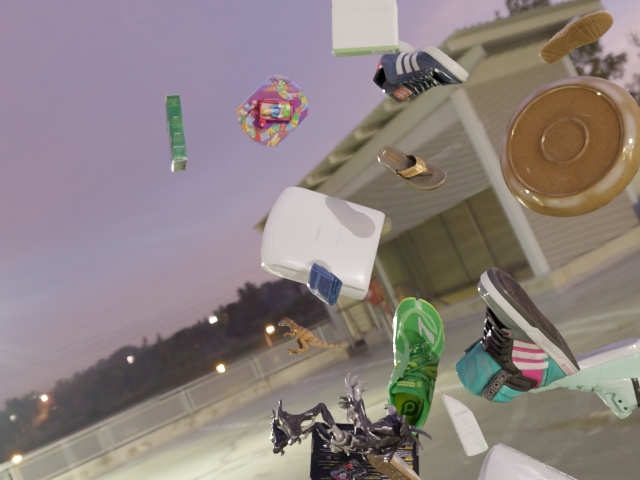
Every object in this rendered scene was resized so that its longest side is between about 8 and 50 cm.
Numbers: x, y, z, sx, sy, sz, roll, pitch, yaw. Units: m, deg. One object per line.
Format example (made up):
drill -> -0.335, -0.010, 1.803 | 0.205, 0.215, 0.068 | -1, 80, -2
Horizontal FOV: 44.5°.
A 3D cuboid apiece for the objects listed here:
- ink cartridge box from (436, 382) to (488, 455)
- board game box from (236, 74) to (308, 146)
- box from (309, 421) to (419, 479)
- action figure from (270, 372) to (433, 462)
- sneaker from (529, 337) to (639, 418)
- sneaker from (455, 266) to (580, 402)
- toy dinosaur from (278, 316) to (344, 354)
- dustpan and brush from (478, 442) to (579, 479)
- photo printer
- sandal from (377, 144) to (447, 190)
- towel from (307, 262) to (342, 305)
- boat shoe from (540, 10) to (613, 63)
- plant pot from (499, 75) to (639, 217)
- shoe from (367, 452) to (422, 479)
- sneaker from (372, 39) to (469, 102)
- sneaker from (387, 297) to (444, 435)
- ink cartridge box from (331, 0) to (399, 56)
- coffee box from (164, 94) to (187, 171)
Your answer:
ink cartridge box -> 0.313, 0.380, 1.793 | 0.056, 0.225, 0.181 | -21, -16, 3
board game box -> -0.109, -0.298, 1.833 | 0.168, 0.133, 0.033 | -43, 19, 8
box -> 0.128, 0.666, 2.277 | 0.321, 0.257, 0.079 | 0, -30, 4
action figure -> 0.055, 0.315, 1.379 | 0.275, 0.141, 0.164 | 4, -36, -9
sneaker -> 0.562, 0.312, 1.623 | 0.255, 0.151, 0.094 | -21, -1, 17
sneaker -> 0.297, 0.175, 1.319 | 0.178, 0.295, 0.124 | -34, 36, 16
toy dinosaur -> -0.040, 0.299, 2.364 | 0.112, 0.211, 0.064 | -55, -11, -31
dustpan and brush -> 0.276, 0.419, 1.136 | 0.211, 0.147, 0.060 | -64, -11, -9
photo printer -> 0.000, 0.000, 2.110 | 0.307, 0.256, 0.107 | 17, -21, -4
sandal -> 0.211, -0.175, 1.830 | 0.072, 0.180, 0.049 | -52, -20, -14
towel -> 0.005, 0.100, 1.792 | 0.029, 0.067, 0.119 | 10, 11, -31
boat shoe -> 0.562, -0.455, 1.721 | 0.170, 0.063, 0.059 | -27, 19, 36
plant pot -> 0.389, -0.154, 1.240 | 0.236, 0.237, 0.032 | -26, -26, 28
shoe -> 0.212, 0.581, 1.919 | 0.058, 0.219, 0.077 | -21, -32, -50
sneaker -> 0.253, -0.425, 2.056 | 0.148, 0.131, 0.350 | -56, 28, 2
sneaker -> 0.193, 0.263, 1.576 | 0.109, 0.296, 0.123 | 3, 7, 6
ink cartridge box -> 0.113, -0.597, 2.007 | 0.171, 0.235, 0.056 | -2, -1, 8
coffee box -> -0.391, -0.288, 2.112 | 0.040, 0.184, 0.113 | -6, -8, -13
